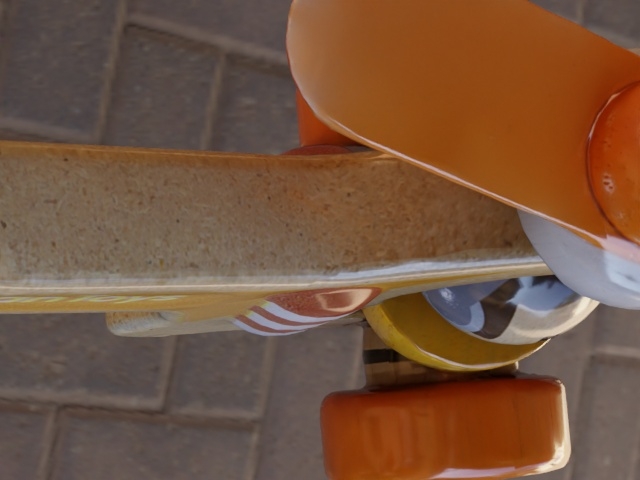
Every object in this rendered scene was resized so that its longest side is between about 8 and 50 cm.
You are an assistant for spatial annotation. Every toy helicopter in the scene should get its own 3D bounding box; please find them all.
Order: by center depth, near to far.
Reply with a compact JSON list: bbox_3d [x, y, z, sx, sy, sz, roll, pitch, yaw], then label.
[{"bbox_3d":[0.000,0.000,0.410,0.355,0.235,0.140,1,83,-42],"label":"toy helicopter"}]
